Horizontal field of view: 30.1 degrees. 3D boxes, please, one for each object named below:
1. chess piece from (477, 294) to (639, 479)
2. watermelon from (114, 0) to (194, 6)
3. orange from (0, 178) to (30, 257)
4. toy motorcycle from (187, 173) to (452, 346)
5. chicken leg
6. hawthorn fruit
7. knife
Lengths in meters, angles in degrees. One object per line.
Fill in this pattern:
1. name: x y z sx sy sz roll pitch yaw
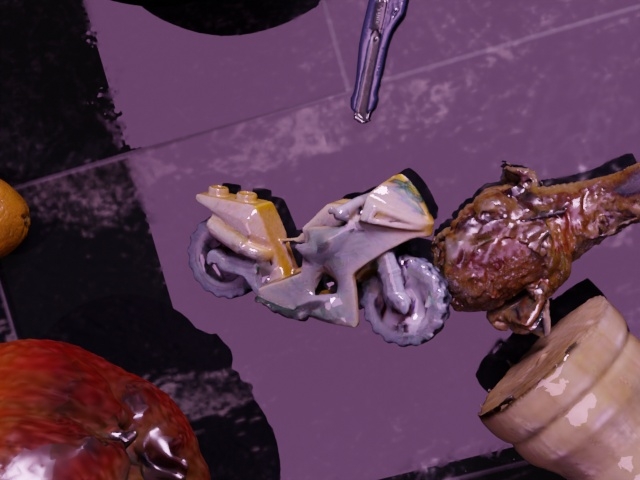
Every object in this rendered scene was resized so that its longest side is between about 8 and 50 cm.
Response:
1. chess piece: 0.267 0.192 0.906 0.137 0.137 0.301 -44 88 8
2. watermelon: -0.118 -0.305 0.835 0.285 0.285 0.285 1 95 7
3. orange: -0.282 -0.019 0.980 0.085 0.085 0.085 1 95 7
4. toy motorcycle: 0.000 0.000 0.934 0.229 0.094 0.129 13 108 25
5. chicken leg: 0.178 -0.010 0.915 0.196 0.080 0.125 -40 78 12
6. hawthorn fruit: -0.238 0.256 0.918 0.285 0.285 0.369 43 121 2
7. knife: 0.046 -0.154 0.959 0.031 0.018 0.121 13 98 7
